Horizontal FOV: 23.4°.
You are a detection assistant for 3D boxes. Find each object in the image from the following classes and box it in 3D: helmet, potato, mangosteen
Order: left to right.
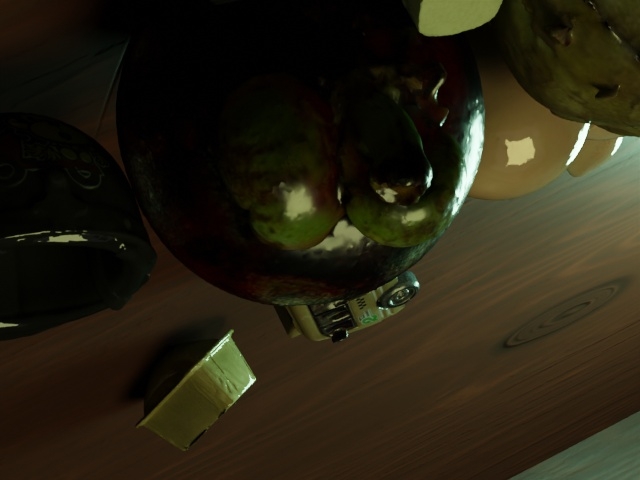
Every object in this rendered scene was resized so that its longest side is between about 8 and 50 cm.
[{"bbox_3d":[-0.270,-0.016,1.300,0.231,0.160,0.279,-2,163,-32],"label":"helmet"},{"bbox_3d":[-0.008,-0.101,1.234,0.306,0.306,0.359,-25,-178,-12],"label":"mangosteen"},{"bbox_3d":[0.241,-0.191,1.242,0.301,0.289,0.237,-56,-167,-29],"label":"potato"}]

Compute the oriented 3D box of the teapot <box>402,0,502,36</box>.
[{"bbox_3d":[0.055,-0.249,1.184,0.107,0.200,0.077,-16,147,-14],"label":"teapot"}]

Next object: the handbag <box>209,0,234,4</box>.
[{"bbox_3d":[-0.036,-0.295,1.020,0.288,0.152,0.342,-27,139,25],"label":"handbag"}]

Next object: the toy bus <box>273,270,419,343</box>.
[{"bbox_3d":[0.000,0.000,1.662,0.157,0.139,0.289,-26,154,-2],"label":"toy bus"}]

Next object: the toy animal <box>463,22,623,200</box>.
[{"bbox_3d":[0.218,-0.163,1.474,0.237,0.269,0.326,-35,-157,57],"label":"toy animal"}]

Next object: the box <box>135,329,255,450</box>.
[{"bbox_3d":[-0.157,0.180,1.882,0.111,0.111,0.177,-7,150,-42],"label":"box"}]
